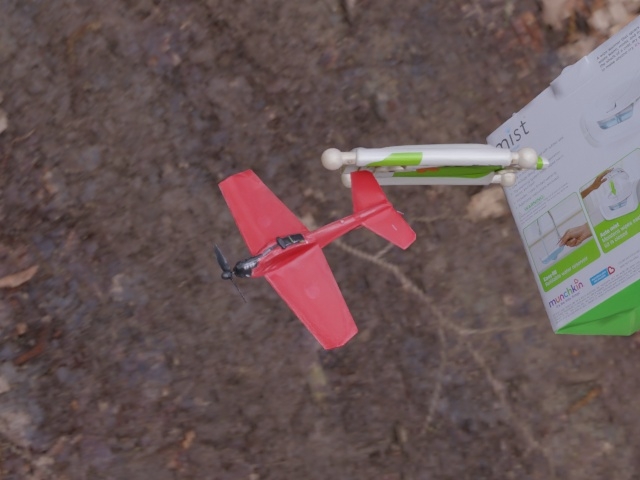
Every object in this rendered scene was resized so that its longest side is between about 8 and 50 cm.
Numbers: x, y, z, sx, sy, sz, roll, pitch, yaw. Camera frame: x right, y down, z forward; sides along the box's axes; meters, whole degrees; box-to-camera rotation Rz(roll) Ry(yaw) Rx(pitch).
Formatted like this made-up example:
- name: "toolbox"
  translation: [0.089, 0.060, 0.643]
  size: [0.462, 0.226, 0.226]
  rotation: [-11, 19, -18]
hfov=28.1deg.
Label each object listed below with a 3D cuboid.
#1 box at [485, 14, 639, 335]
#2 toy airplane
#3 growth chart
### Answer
- name: "box"
  translation: [0.313, -0.066, 1.238]
  size: [0.127, 0.262, 0.231]
  rotation: [6, 57, -38]
- name: "toy airplane"
  translation: [0.000, 0.000, 0.860]
  size: [0.151, 0.028, 0.151]
  rotation: [7, 54, -10]
- name: "growth chart"
  translation: [0.091, -0.057, 0.981]
  size: [0.172, 0.237, 0.021]
  rotation: [0, 89, 3]
